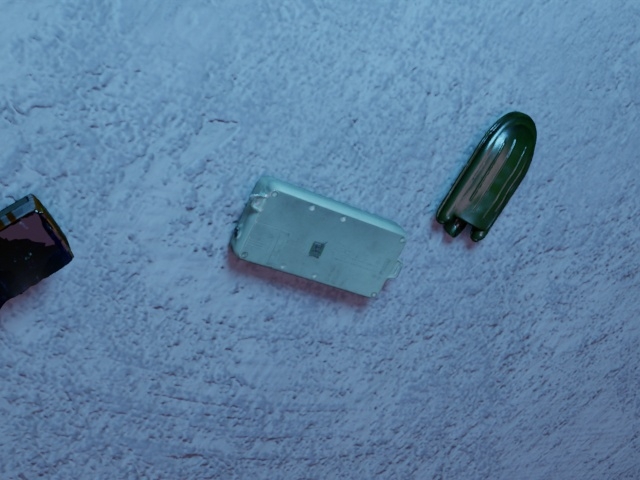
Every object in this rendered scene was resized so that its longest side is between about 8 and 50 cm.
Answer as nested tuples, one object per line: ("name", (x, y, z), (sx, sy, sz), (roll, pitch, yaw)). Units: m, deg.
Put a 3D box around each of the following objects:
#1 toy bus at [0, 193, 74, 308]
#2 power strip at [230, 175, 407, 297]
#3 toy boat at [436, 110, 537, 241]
("toy bus", (-0.489, 0.089, 0.999), (0.408, 0.092, 0.093), (-31, 120, -7))
("power strip", (0.000, 0.000, 1.192), (0.270, 0.046, 0.118), (18, 108, -30))
("toy boat", (0.251, -0.093, 1.253), (0.104, 0.052, 0.210), (25, 101, -28))
